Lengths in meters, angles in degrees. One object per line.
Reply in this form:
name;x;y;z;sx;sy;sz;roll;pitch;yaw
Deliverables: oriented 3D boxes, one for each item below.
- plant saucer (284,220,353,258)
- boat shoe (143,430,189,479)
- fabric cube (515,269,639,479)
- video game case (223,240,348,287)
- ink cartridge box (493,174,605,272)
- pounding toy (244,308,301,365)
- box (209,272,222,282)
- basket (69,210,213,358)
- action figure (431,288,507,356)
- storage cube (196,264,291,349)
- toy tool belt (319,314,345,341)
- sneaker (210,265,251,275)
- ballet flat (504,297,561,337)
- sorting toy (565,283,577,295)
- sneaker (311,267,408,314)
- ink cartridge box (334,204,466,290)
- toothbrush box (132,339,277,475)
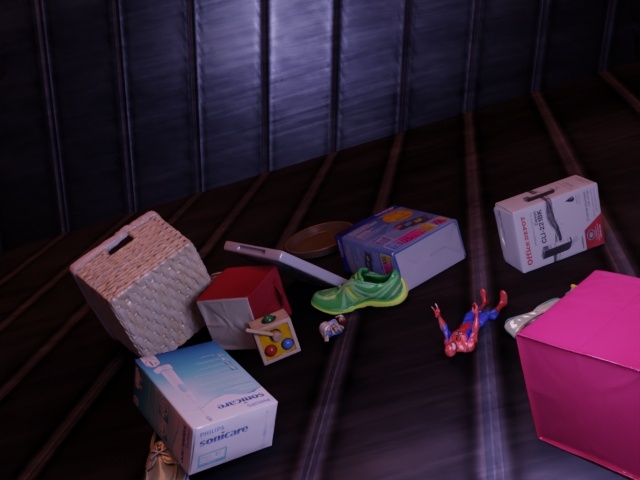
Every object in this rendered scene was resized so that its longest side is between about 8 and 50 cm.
plant saucer;0.000;0.000;2.577;0.277;0.041;0.278;-15;20;6
boat shoe;-0.351;0.494;1.514;0.109;0.094;0.302;-17;21;-1
fabric cube;0.559;0.240;1.239;0.258;0.254;0.259;-29;24;-29
video game case;-0.097;0.084;2.137;0.300;0.329;0.036;9;77;49
ink cartridge box;0.666;-0.049;1.968;0.272;0.197;0.114;-19;21;-6
pounding toy;-0.138;0.263;1.870;0.130;0.141;0.100;-21;21;-11
box;-0.404;0.201;2.289;0.231;0.056;0.183;-13;38;11
basket;-0.527;0.147;2.094;0.328;0.331;0.266;-39;42;-25
action figure;0.376;0.180;1.708;0.091;0.139;0.280;0;29;39
storage cube;-0.228;0.203;2.037;0.215;0.184;0.193;-6;25;25
toy tool belt;0.040;0.252;1.910;0.083;0.052;0.051;-24;53;-11
sneaker;-0.324;0.147;2.394;0.211;0.080;0.081;-21;18;-7
ballet flat;0.536;0.197;1.672;0.168;0.057;0.052;-23;49;-7
sorting toy;0.645;0.155;1.706;0.075;0.045;0.083;-47;31;-20
sneaker;0.111;0.141;2.016;0.295;0.124;0.109;-11;22;15
ink cartridge box;0.234;0.013;2.220;0.270;0.151;0.395;-27;21;-25
toothbrush box;-0.270;0.371;1.552;0.216;0.126;0.295;-9;26;-38
